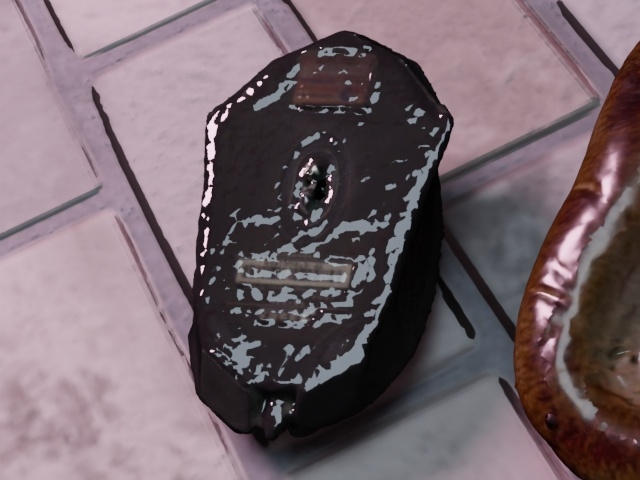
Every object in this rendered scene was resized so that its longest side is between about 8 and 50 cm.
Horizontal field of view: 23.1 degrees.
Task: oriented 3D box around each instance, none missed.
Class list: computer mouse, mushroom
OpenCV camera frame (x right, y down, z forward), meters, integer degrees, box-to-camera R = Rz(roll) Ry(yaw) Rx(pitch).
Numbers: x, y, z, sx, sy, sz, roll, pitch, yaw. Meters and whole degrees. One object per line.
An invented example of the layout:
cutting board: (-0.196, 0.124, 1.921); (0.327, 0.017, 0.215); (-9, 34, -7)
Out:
computer mouse: (0.000, 0.000, 0.597); (0.099, 0.057, 0.172); (5, 66, 16)
mushroom: (0.139, -0.049, 0.489); (0.148, 0.217, 0.227); (9, 56, 22)
